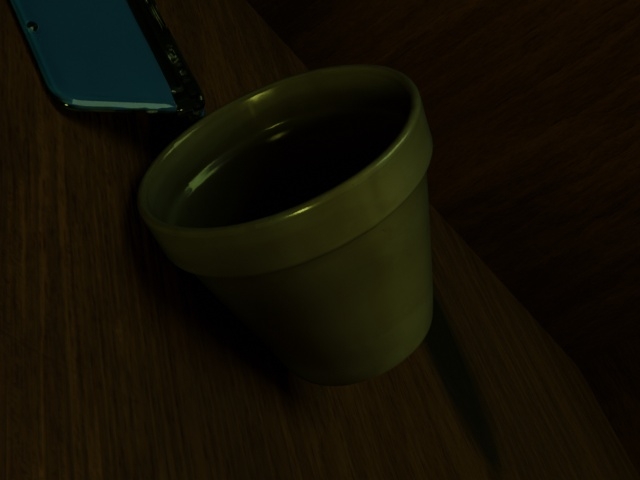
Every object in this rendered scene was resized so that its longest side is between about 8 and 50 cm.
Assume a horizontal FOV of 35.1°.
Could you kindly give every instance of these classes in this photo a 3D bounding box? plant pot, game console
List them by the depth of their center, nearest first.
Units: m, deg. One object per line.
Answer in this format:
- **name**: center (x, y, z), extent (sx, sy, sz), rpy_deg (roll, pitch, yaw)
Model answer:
- **plant pot**: center (0.000, 0.000, 1.148), extent (0.323, 0.323, 0.280), rpy_deg (-101, 168, -58)
- **game console**: center (-0.272, -0.228, 1.262), extent (0.250, 0.173, 0.293), rpy_deg (95, -29, -62)
